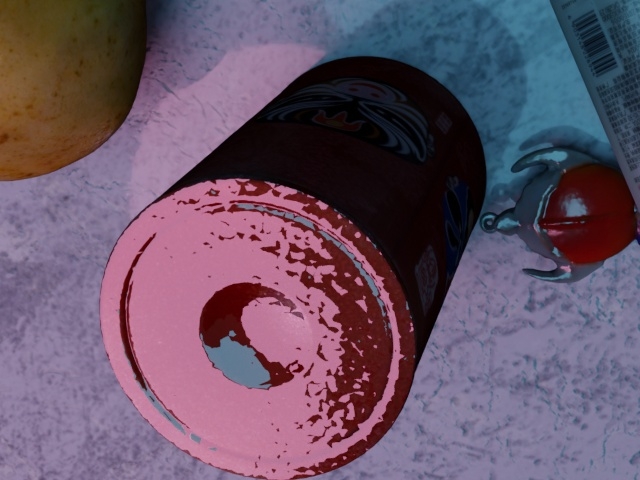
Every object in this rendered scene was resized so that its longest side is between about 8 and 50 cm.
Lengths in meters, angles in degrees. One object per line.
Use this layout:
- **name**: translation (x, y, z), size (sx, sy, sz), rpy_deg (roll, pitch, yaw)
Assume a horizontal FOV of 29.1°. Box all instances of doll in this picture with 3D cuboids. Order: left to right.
- **doll**: translation (0.222, -0.025, 0.967), size (0.194, 0.062, 0.104), rpy_deg (-7, 126, 9)

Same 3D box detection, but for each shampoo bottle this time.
- **shampoo bottle**: translation (0.245, -0.100, 0.899), size (0.086, 0.056, 0.227), rpy_deg (-26, 87, 45)

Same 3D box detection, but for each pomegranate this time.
- **pomegranate**: translation (-0.262, -0.160, 0.941), size (0.264, 0.264, 0.264), rpy_deg (5, 112, 13)

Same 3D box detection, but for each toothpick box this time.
- **toothpick box**: translation (0.000, 0.000, 0.885), size (0.204, 0.333, 0.204), rpy_deg (6, 112, 14)
